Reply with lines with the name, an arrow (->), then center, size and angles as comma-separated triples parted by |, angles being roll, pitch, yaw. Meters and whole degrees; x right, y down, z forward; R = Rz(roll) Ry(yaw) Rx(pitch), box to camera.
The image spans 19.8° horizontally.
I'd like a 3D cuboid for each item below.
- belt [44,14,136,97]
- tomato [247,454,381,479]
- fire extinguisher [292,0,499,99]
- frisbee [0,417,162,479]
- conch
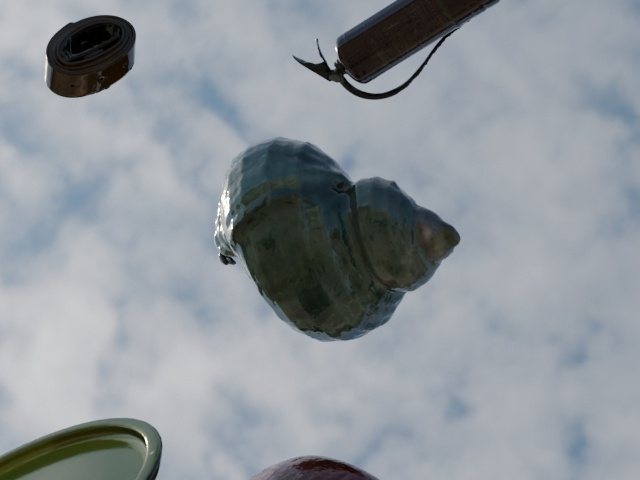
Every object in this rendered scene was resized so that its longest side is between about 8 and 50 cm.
belt -> -0.190, -0.154, 1.501 | 0.059, 0.083, 0.036 | 43, -33, 22
tomato -> 0.034, 0.244, 1.444 | 0.225, 0.085, 0.225 | 34, -19, 14
fire extinguisher -> 0.065, -0.156, 1.411 | 0.157, 0.045, 0.078 | -31, -59, 15
frisbee -> -0.206, 0.188, 1.201 | 0.236, 0.236, 0.017 | -19, -72, 24
conch -> 0.000, 0.000, 1.695 | 0.277, 0.195, 0.220 | -4, -19, 32
